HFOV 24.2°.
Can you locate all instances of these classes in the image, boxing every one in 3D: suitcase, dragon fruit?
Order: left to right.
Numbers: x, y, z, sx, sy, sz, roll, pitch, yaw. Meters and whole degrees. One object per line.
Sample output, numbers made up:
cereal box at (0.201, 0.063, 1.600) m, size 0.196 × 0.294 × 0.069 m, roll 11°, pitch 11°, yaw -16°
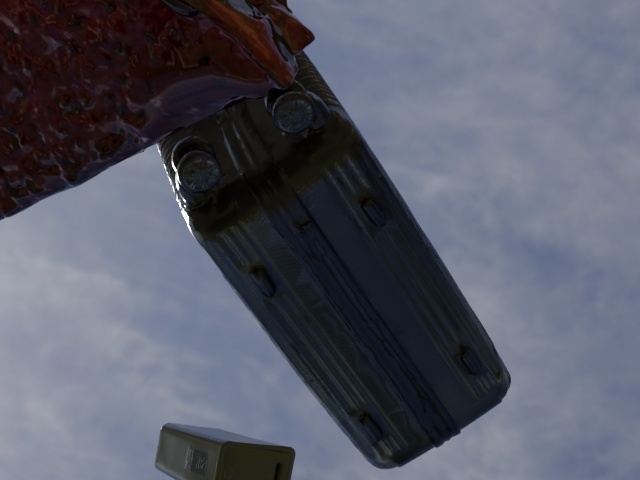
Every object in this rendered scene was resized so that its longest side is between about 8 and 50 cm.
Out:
dragon fruit at (-0.131, -0.117, 0.778) m, size 0.262 × 0.134 × 0.211 m, roll -23°, pitch -161°, yaw 25°
suitcase at (0.000, 0.000, 1.032) m, size 0.128 × 0.312 × 0.202 m, roll -33°, pitch -146°, yaw 3°

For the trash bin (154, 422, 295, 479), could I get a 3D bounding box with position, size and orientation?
trash bin at (-0.069, 0.155, 1.043) m, size 0.092 × 0.061 × 0.043 m, roll 6°, pitch -94°, yaw 57°
